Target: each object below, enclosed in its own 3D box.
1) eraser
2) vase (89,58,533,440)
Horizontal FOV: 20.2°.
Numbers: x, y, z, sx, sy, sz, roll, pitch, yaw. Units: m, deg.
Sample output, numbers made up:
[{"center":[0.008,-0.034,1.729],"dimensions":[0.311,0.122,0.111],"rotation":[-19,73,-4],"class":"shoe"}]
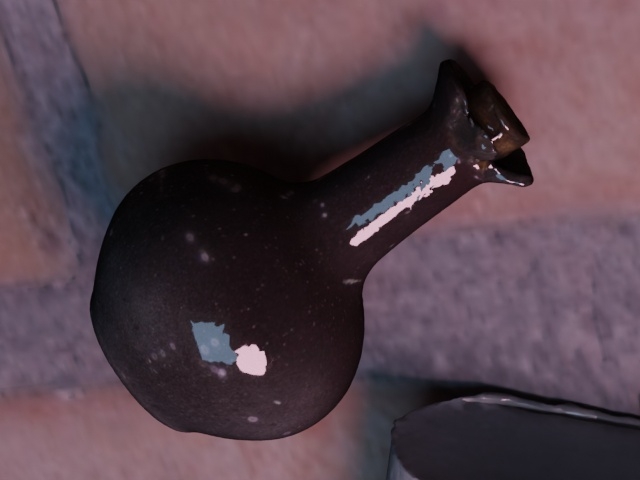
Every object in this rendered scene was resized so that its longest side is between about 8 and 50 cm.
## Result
[{"center":[0.105,0.187,0.806],"dimensions":[0.174,0.081,0.227],"rotation":[10,121,7],"class":"eraser"},{"center":[0.000,0.000,0.711],"dimensions":[0.183,0.120,0.120],"rotation":[-34,108,13],"class":"vase"}]
